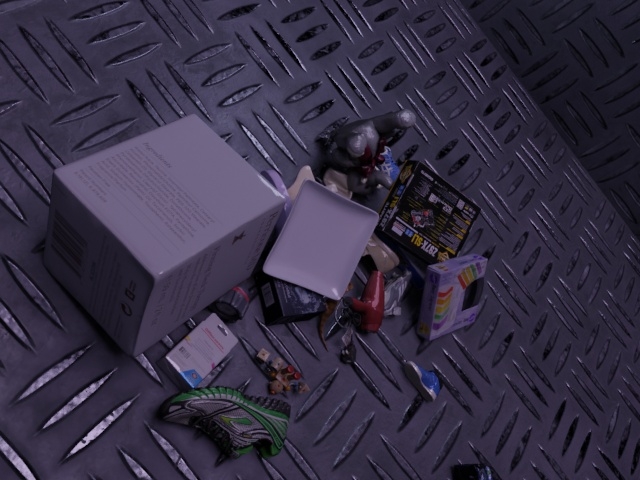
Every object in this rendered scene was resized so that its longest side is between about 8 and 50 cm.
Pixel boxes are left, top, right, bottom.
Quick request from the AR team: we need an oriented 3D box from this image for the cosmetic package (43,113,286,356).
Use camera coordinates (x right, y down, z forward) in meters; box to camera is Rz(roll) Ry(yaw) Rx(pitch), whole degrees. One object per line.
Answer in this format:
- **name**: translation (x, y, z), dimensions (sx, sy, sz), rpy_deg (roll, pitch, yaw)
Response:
- **cosmetic package**: translation (-0.358, -0.022, 1.482), dimensions (0.327, 0.329, 0.394), rpy_deg (43, 47, 12)

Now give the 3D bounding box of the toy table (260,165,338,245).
- **toy table**: translation (-0.064, -0.085, 1.883), dimensions (0.161, 0.252, 0.274), rpy_deg (-13, 86, -24)

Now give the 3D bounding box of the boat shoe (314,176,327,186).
- **boat shoe**: translation (0.005, -0.089, 2.010), dimensions (0.084, 0.079, 0.233), rpy_deg (-16, 67, 4)

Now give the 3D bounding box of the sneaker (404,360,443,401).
- **sneaker**: translation (0.326, 0.419, 2.022), dimensions (0.152, 0.058, 0.084), rpy_deg (54, 52, -8)

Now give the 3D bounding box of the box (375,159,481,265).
- **box**: translation (0.350, -0.074, 2.109), dimensions (0.322, 0.079, 0.257), rpy_deg (31, 85, -29)

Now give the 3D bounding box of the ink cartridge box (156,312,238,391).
- **ink cartridge box**: translation (-0.301, 0.275, 1.603), dimensions (0.104, 0.062, 0.181), rpy_deg (51, 47, -6)

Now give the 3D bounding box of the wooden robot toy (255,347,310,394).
- **wooden robot toy**: translation (-0.109, 0.366, 1.706), dimensions (0.173, 0.076, 0.079), rpy_deg (44, 58, -10)

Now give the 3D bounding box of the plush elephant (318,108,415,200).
- **plush elephant**: translation (0.145, -0.254, 2.124), dimensions (0.272, 0.330, 0.255), rpy_deg (-34, 113, -32)

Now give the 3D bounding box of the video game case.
- **video game case**: translation (0.328, -0.003, 2.247), dimensions (0.269, 0.061, 0.244), rpy_deg (53, 48, -5)

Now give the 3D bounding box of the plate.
- **plate**: translation (0.000, 0.000, 1.788), dimensions (0.278, 0.045, 0.277), rpy_deg (24, 91, -33)

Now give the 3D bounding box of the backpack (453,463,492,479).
- **backpack**: translation (0.462, 0.727, 1.937), dimensions (0.084, 0.105, 0.114), rpy_deg (9, 67, -34)

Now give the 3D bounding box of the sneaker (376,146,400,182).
- **sneaker**: translation (0.226, -0.278, 2.300), dimensions (0.211, 0.081, 0.080), rpy_deg (38, 47, -18)

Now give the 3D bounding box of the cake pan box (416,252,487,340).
- **cake pan box**: translation (0.436, 0.181, 2.137), dimensions (0.267, 0.070, 0.245), rpy_deg (-11, 118, -41)

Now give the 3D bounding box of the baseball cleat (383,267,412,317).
- **baseball cleat**: translation (0.240, 0.179, 2.090), dimensions (0.206, 0.072, 0.109), rpy_deg (-35, 105, -39)

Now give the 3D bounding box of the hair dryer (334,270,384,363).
- **hair dryer**: translation (0.132, 0.200, 1.907), dimensions (0.293, 0.080, 0.223), rpy_deg (-60, 151, -44)

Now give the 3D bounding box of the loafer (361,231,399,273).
- **loafer**: translation (0.133, 0.010, 2.059), dimensions (0.268, 0.102, 0.092), rpy_deg (42, 72, -4)

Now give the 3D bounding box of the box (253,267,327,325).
- **box**: translation (-0.085, 0.146, 1.823), dimensions (0.158, 0.093, 0.155), rpy_deg (-2, 69, -40)

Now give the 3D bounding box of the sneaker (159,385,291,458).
- **sneaker**: translation (-0.217, 0.433, 1.537), dimensions (0.344, 0.134, 0.146), rpy_deg (21, 56, -29)

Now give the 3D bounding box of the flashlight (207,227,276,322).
- **flashlight**: translation (-0.202, 0.076, 1.760), dimensions (0.103, 0.103, 0.304), rpy_deg (37, 50, -16)

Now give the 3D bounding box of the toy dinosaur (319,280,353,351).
- **toy dinosaur**: translation (0.017, 0.201, 1.882), dimensions (0.064, 0.112, 0.211), rpy_deg (25, 92, -54)
